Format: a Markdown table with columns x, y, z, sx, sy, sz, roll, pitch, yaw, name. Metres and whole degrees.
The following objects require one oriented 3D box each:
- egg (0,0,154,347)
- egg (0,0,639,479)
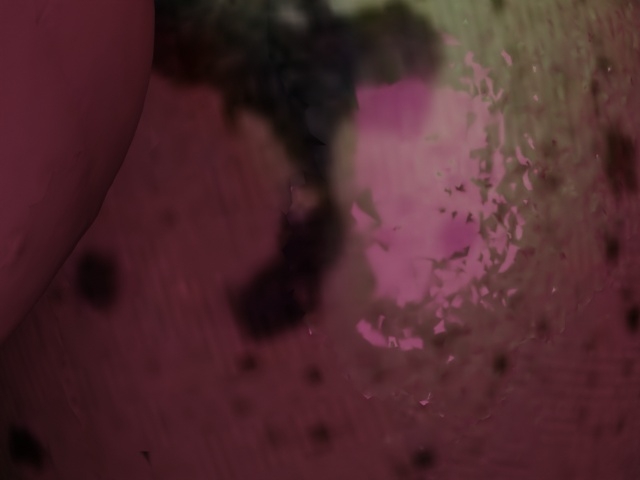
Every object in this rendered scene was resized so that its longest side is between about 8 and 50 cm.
| x | y | z | sx | sy | sz | roll | pitch | yaw | name |
| --- | --- | --- | --- | --- | --- | --- | --- | --- | --- |
| -0.198 | -0.049 | 0.377 | 0.345 | 0.283 | 0.283 | -46 | 106 | -26 | egg |
| 0.000 | 0.000 | 0.609 | 0.288 | 0.288 | 0.379 | 5 | 92 | -30 | egg |
